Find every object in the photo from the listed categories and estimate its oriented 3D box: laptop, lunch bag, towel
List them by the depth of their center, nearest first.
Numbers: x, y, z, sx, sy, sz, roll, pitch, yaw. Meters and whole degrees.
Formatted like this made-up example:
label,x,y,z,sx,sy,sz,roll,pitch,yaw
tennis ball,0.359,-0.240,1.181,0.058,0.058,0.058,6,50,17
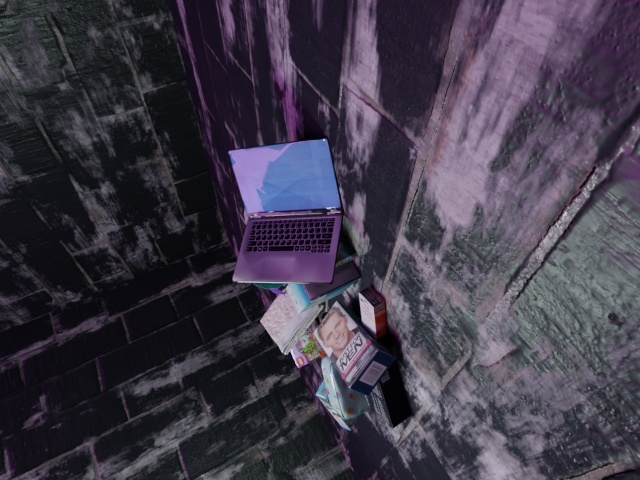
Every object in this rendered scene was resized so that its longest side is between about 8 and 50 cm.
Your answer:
label,x,y,z,sx,sy,sz,roll,pitch,yaw
laptop,-0.142,-0.087,1.402,0.236,0.381,0.409,51,-137,-54
lunch bag,0.136,0.587,1.764,0.107,0.223,0.280,2,109,64
towel,-0.161,0.382,2.219,0.053,0.332,0.317,34,-176,-39

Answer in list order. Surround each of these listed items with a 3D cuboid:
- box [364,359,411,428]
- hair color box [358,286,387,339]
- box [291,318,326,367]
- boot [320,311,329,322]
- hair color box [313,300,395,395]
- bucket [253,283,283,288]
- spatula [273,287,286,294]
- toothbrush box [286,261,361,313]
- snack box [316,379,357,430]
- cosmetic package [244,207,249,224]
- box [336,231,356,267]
label,x,y,z,sx,sy,sz,roll,pitch,yaw
box,0.234,0.556,1.630,0.184,0.103,0.262,17,129,60
hair color box,0.186,0.257,1.483,0.093,0.053,0.168,44,153,48
box,-0.093,0.525,2.329,0.057,0.200,0.294,97,148,-85
boot,0.073,0.514,2.040,0.264,0.096,0.281,50,158,32
hair color box,0.115,0.393,1.581,0.105,0.174,0.347,33,-175,-30
bucket,-0.274,0.115,2.248,0.183,0.280,0.282,-163,52,-77
spatula,-0.157,0.252,2.210,0.084,0.296,0.031,42,-134,-42
toothbrush box,0.001,0.166,1.629,0.126,0.216,0.295,63,160,11
snack box,0.104,0.704,1.916,0.060,0.187,0.322,7,140,37
cosmetic package,-0.229,-0.110,1.805,0.385,0.156,0.218,-115,33,-53
box,0.000,0.000,1.519,0.233,0.159,0.044,58,161,25
